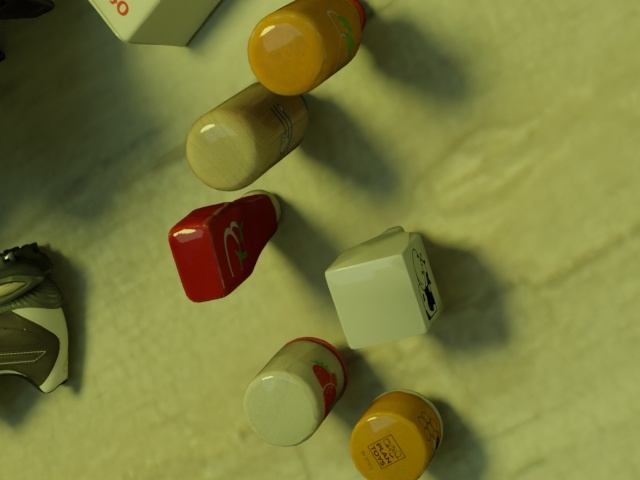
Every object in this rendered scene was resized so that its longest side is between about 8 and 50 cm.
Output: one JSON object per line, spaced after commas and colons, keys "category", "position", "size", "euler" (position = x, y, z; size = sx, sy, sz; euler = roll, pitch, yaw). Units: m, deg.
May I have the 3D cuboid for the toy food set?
{"category": "toy food set", "position": [0.000, 0.000, 0.876], "size": [0.111, 0.104, 0.232], "euler": [-15, 102, 21]}

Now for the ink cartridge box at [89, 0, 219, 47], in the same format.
{"category": "ink cartridge box", "position": [-0.077, -0.173, 0.926], "size": [0.122, 0.052, 0.088], "euler": [-48, 67, 25]}

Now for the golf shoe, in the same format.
{"category": "golf shoe", "position": [-0.235, 0.069, 1.012], "size": [0.198, 0.077, 0.094], "euler": [-14, 100, 17]}

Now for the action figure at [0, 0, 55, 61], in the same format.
{"category": "action figure", "position": [-0.224, -0.247, 1.002], "size": [0.185, 0.099, 0.285], "euler": [-22, 76, 40]}
